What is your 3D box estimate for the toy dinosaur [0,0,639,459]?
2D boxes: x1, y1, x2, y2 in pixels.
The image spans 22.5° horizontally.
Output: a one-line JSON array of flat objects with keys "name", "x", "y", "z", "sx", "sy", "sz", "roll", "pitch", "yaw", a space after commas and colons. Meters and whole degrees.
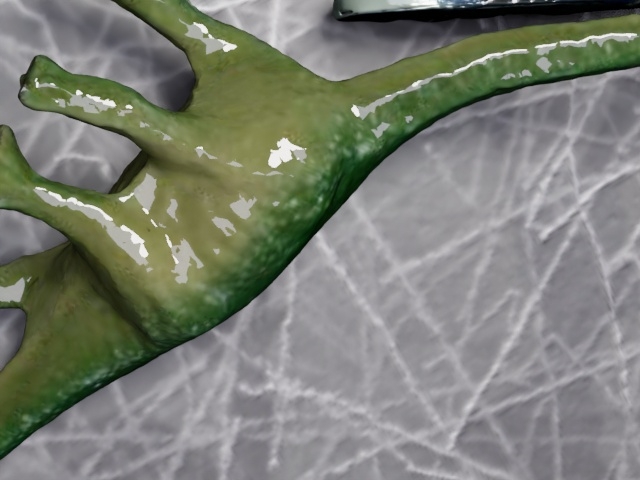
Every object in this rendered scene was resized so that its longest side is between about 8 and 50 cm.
[{"name": "toy dinosaur", "x": 0.000, "y": 0.000, "z": 0.688, "sx": 0.301, "sy": 0.087, "sz": 0.447, "roll": 22, "pitch": 106, "yaw": -22}]

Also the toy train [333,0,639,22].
[{"name": "toy train", "x": 0.118, "y": -0.127, "z": 0.730, "sx": 0.234, "sy": 0.052, "sz": 0.051, "roll": -4, "pitch": 92, "yaw": -14}]
